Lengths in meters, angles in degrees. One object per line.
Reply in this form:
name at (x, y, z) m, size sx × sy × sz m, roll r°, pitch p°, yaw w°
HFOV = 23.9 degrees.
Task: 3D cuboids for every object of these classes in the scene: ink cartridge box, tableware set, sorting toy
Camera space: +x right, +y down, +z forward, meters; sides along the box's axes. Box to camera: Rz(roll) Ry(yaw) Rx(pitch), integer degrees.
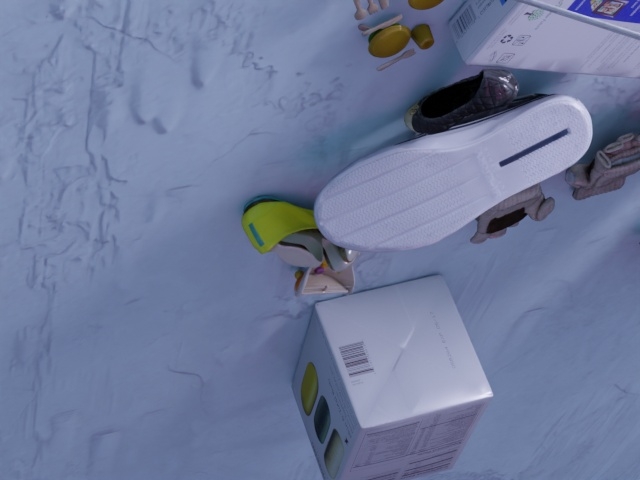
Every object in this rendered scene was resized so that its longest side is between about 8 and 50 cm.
ink cartridge box at (0.313, -0.249, 1.619) m, size 0.333 × 0.065 × 0.165 m, roll 1°, pitch 145°, yaw -35°
tableware set at (0.085, -0.237, 1.527) m, size 0.104 × 0.024 × 0.154 m, roll -26°, pitch 152°, yaw 2°
sorting toy at (0.011, 0.034, 1.949) m, size 0.083 × 0.045 × 0.075 m, roll -1°, pitch 139°, yaw -34°

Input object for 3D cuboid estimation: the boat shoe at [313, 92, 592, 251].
boat shoe at (0.149, -0.077, 1.745) m, size 0.335 × 0.121 × 0.119 m, roll -19°, pitch -167°, yaw -4°

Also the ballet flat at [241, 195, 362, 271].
ballet flat at (0.000, 0.000, 1.835) m, size 0.231 × 0.077 × 0.077 m, roll 8°, pitch 140°, yaw -44°

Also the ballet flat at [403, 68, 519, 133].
ballet flat at (0.146, -0.157, 1.648) m, size 0.049 × 0.057 × 0.173 m, roll 28°, pitch 154°, yaw -28°

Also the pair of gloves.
pair of gloves at (0.310, -0.066, 1.930) m, size 0.240 × 0.042 × 0.204 m, roll -17°, pitch 165°, yaw -11°

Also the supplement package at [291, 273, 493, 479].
supplement package at (0.094, 0.214, 2.157) m, size 0.198 × 0.199 × 0.262 m, roll -12°, pitch 152°, yaw -16°

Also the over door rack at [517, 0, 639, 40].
over door rack at (0.241, -0.266, 1.302) m, size 0.108 × 0.324 × 0.239 m, roll -50°, pitch 156°, yaw -15°
